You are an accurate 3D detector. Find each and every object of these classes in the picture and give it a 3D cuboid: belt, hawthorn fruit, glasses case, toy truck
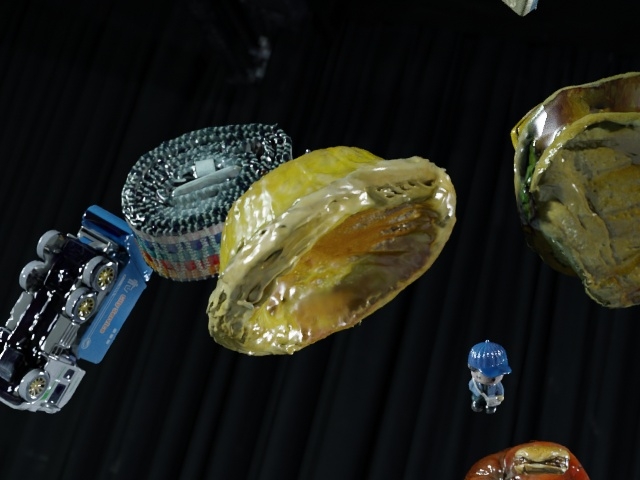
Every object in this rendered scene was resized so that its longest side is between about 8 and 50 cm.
[{"bbox_3d":[-0.155,-0.059,1.908,0.295,0.207,0.160,-26,-38,-12],"label":"belt"},{"bbox_3d":[0.379,0.511,2.123,0.307,0.276,0.276,53,-31,-12],"label":"hawthorn fruit"},{"bbox_3d":[0.408,-0.205,2.194,0.064,0.234,0.079,-12,-76,38],"label":"glasses case"},{"bbox_3d":[-0.437,0.122,2.128,0.146,0.367,0.175,28,-7,29],"label":"toy truck"}]

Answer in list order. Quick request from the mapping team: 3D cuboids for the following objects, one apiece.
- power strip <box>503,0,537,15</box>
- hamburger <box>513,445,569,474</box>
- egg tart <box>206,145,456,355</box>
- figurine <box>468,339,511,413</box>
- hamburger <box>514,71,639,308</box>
[{"bbox_3d":[0.253,-0.371,1.711,0.123,0.032,0.056,45,-23,20],"label":"power strip"},{"bbox_3d":[0.335,0.334,1.859,0.083,0.044,0.076,0,-12,13],"label":"hamburger"},{"bbox_3d":[0.000,0.000,1.622,0.388,0.169,0.388,-26,-23,-12],"label":"egg tart"},{"bbox_3d":[0.324,0.264,2.361,0.086,0.087,0.149,9,-49,14],"label":"figurine"},{"bbox_3d":[0.378,-0.066,1.536,0.266,0.285,0.134,-11,22,0],"label":"hamburger"}]
